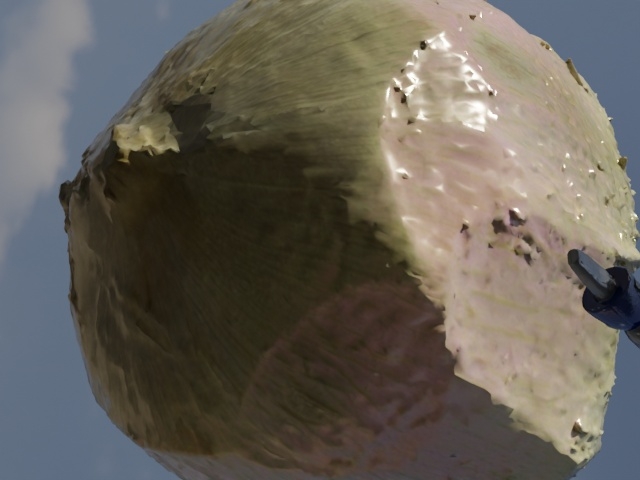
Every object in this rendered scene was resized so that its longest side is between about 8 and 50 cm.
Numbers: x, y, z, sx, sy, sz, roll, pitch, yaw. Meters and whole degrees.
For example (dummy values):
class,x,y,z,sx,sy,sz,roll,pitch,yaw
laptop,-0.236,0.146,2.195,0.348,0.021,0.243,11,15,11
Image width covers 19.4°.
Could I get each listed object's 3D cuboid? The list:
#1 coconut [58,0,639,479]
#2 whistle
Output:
class,x,y,z,sx,sy,sz,roll,pitch,yaw
coconut,0.000,0.000,1.275,0.404,0.404,0.405,-16,-114,40
whistle,0.148,0.033,0.921,0.029,0.083,0.033,-35,-148,24
